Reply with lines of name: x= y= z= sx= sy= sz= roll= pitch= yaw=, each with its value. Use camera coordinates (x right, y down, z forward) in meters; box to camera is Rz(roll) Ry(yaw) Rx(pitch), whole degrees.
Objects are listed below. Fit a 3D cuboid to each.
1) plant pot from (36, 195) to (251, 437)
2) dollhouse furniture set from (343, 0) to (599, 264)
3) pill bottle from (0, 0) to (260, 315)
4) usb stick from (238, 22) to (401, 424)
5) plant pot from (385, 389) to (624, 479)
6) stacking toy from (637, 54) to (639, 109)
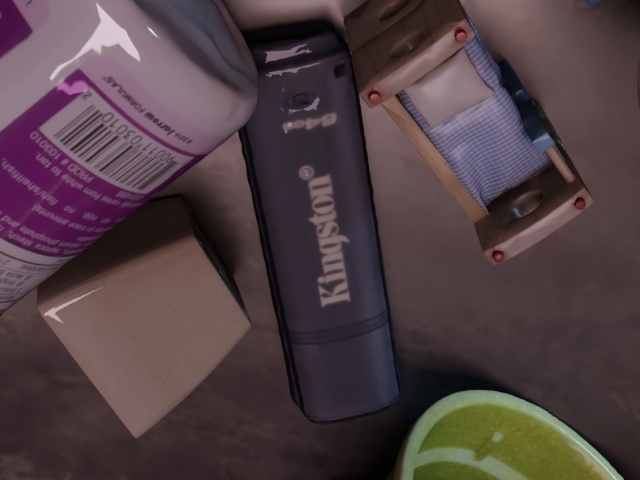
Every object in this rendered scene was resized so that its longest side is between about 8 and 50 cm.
plant pot: x=-0.106 y=0.035 z=0.680 sx=0.096 sy=0.109 sz=0.109 roll=-30 pitch=117 yaw=1
dollhouse furniture set: x=0.126 y=-0.107 z=0.590 sx=0.184 sy=0.129 sz=0.129 roll=-34 pitch=115 yaw=16
pill bottle: x=-0.195 y=-0.049 z=0.588 sx=0.301 sy=0.169 sz=0.169 roll=-35 pitch=115 yaw=16
usb stick: x=0.000 y=0.000 z=0.693 sx=0.077 sy=0.045 sz=0.278 roll=-8 pitch=119 yaw=3
plant pot: x=0.084 y=0.288 z=0.758 sx=0.276 sy=0.276 sz=0.254 roll=32 pitch=125 yaw=-19
stacking toy: x=0.330 y=-0.183 z=0.367 sx=0.351 sy=0.350 sz=0.480 roll=-1 pitch=138 yaw=-2
